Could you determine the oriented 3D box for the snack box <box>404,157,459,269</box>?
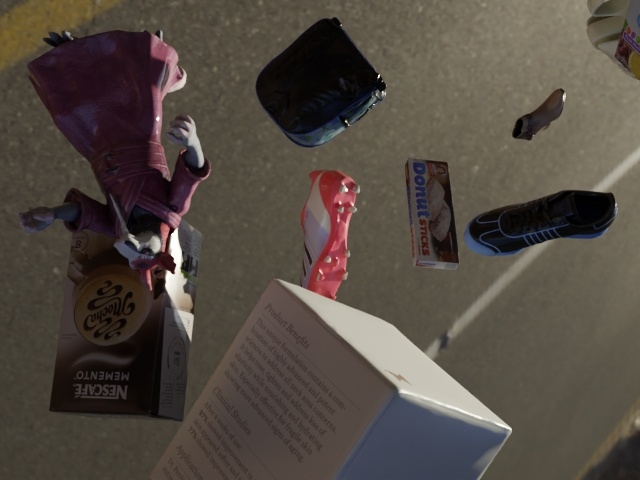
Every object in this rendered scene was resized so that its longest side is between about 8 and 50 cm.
[{"bbox_3d":[0.161,-0.040,1.386,0.022,0.064,0.178,110,-18,-56],"label":"snack box"}]

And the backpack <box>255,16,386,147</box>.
[{"bbox_3d":[-0.001,-0.155,0.989,0.114,0.105,0.084,-36,164,3],"label":"backpack"}]

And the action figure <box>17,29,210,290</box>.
[{"bbox_3d":[-0.280,-0.105,1.336,0.276,0.248,0.370,85,-10,-82],"label":"action figure"}]

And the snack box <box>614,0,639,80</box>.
[{"bbox_3d":[0.331,-0.202,0.886,0.037,0.100,0.141,-21,144,-16],"label":"snack box"}]

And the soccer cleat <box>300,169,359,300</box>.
[{"bbox_3d":[0.000,0.000,1.641,0.083,0.095,0.248,1,105,-46],"label":"soccer cleat"}]

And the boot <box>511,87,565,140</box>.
[{"bbox_3d":[0.433,-0.248,1.906,0.087,0.042,0.118,-16,141,-28],"label":"boot"}]

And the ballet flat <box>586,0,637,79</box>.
[{"bbox_3d":[0.500,-0.388,1.566,0.147,0.147,0.409,-59,156,-16],"label":"ballet flat"}]

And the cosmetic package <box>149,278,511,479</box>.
[{"bbox_3d":[0.012,0.336,1.507,0.327,0.329,0.394,26,100,-44],"label":"cosmetic package"}]

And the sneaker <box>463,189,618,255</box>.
[{"bbox_3d":[0.336,-0.035,1.454,0.090,0.232,0.081,80,-1,-68],"label":"sneaker"}]

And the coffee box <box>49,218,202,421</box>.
[{"bbox_3d":[-0.288,0.117,1.430,0.119,0.168,0.297,44,47,-67],"label":"coffee box"}]
